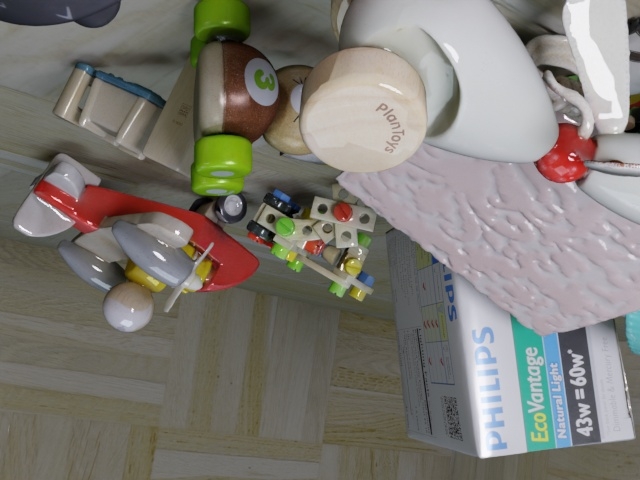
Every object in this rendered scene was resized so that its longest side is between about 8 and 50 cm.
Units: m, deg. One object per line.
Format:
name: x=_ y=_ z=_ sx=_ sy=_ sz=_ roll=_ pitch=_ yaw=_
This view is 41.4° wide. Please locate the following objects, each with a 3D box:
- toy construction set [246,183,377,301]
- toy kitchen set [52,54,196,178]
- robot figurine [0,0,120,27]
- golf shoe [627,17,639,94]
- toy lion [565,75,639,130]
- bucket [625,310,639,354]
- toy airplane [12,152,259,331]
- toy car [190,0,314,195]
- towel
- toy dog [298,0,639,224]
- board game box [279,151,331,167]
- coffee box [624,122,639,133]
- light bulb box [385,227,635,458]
toy construction set: x=0.000 y=0.000 z=1.439 sx=0.215 sy=0.151 sz=0.328 roll=31 pitch=165 yaw=10
toy kitchen set: x=-0.174 y=-0.147 z=0.976 sx=0.207 sy=0.122 sz=0.166 roll=25 pitch=178 yaw=24
robot figurine: x=-0.155 y=-0.204 z=0.380 sx=0.173 sy=0.209 sz=0.278 roll=18 pitch=173 yaw=18
golf shoe: x=0.289 y=-0.134 z=0.664 sx=0.077 sy=0.094 sz=0.198 roll=10 pitch=171 yaw=-16
toy lion: x=0.269 y=-0.142 z=0.814 sx=0.100 sy=0.034 sz=0.096 roll=5 pitch=162 yaw=16
bucket: x=0.475 y=0.035 z=0.966 sx=0.183 sy=0.281 sz=0.281 roll=12 pitch=174 yaw=33
toy airplane: x=-0.331 y=0.016 z=1.437 sx=0.384 sy=0.272 sz=0.386 roll=6 pitch=170 yaw=14
toy car: x=-0.027 y=-0.128 z=0.800 sx=0.188 sy=0.155 sz=0.149 roll=0 pitch=171 yaw=-11
towel: x=0.208 y=-0.036 z=0.875 sx=0.332 sy=0.053 sz=0.317 roll=37 pitch=154 yaw=-7
toy dog: x=0.149 y=-0.118 z=0.577 sx=0.333 sy=0.220 sz=0.161 roll=1 pitch=148 yaw=-27
board game box: x=0.089 y=-0.115 z=1.046 sx=0.243 sy=0.042 sz=0.165 roll=11 pitch=169 yaw=-17
coffee box: x=0.301 y=-0.096 z=0.882 sx=0.184 sy=0.040 sz=0.113 roll=2 pitch=-163 yaw=35
light bulb box: x=0.259 y=0.124 z=1.271 sx=0.225 sy=0.358 sz=0.361 roll=-5 pitch=173 yaw=-10
